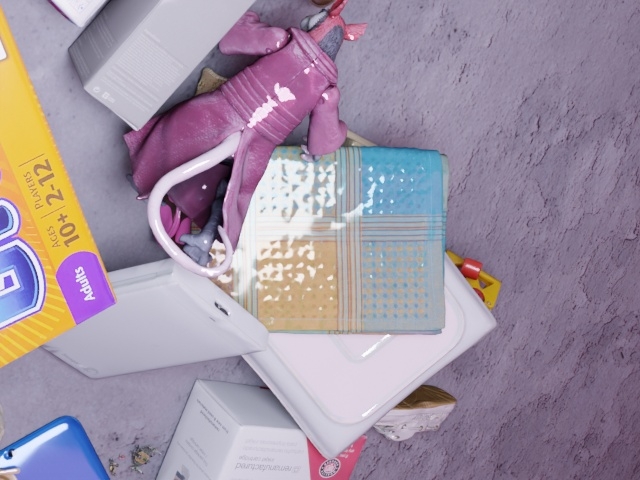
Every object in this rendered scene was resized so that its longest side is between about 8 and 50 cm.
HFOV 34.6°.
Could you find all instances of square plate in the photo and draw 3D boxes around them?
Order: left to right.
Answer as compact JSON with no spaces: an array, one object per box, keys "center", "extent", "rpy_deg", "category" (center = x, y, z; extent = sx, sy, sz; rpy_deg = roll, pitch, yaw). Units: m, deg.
[{"center":[0.056,0.117,1.545],"extent":[0.347,0.049,0.344],"rpy_deg":[-39,111,-4],"category":"square plate"}]

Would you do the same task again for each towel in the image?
[{"center":[0.000,0.000,1.456],"extent":[0.370,0.040,0.272],"rpy_deg":[1,95,-11],"category":"towel"}]

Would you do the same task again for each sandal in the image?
[{"center":[-0.133,-0.213,1.441],"extent":[0.240,0.088,0.079],"rpy_deg":[-34,106,-18],"category":"sandal"}]

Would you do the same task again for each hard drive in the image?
[{"center":[-0.251,0.111,1.379],"extent":[0.203,0.307,0.040],"rpy_deg":[45,43,-42],"category":"hard drive"}]

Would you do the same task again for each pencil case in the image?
[{"center":[-0.153,-0.013,1.509],"extent":[0.209,0.095,0.098],"rpy_deg":[18,105,-39],"category":"pencil case"}]

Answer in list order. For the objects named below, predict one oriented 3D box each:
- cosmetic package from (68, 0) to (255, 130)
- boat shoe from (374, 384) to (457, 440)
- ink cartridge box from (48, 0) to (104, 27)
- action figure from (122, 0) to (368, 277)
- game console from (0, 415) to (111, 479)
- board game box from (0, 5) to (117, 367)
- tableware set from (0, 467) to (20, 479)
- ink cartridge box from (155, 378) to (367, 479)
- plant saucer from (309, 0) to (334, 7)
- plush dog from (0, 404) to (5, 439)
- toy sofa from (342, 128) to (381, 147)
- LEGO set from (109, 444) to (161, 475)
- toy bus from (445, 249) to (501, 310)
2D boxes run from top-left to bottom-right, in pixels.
[{"center":[-0.196,-0.273,1.280],"extent":[0.238,0.127,0.107],"rpy_deg":[-42,129,10],"category":"cosmetic package"},{"center":[0.142,0.329,1.901],"extent":[0.277,0.098,0.096],"rpy_deg":[7,107,-41],"category":"boat shoe"},{"center":[-0.328,-0.419,1.164],"extent":[0.186,0.065,0.311],"rpy_deg":[-49,125,-5],"category":"ink cartridge box"},{"center":[-0.091,-0.169,1.275],"extent":[0.248,0.276,0.370],"rpy_deg":[43,98,-9],"category":"action figure"},{"center":[-0.454,0.440,1.553],"extent":[0.293,0.173,0.250],"rpy_deg":[-28,158,-23],"category":"game console"},{"center":[-0.485,-0.060,1.049],"extent":[0.356,0.356,0.356],"rpy_deg":[-30,127,-22],"category":"board game box"},{"center":[-0.493,0.389,1.444],"extent":[0.141,0.020,0.169],"rpy_deg":[2,84,-22],"category":"tableware set"},{"center":[-0.130,0.448,1.711],"extent":[0.279,0.160,0.385],"rpy_deg":[13,104,-41],"category":"ink cartridge box"},{"center":[0.015,-0.423,1.418],"extent":[0.199,0.036,0.199],"rpy_deg":[-54,159,-31],"category":"plant saucer"},{"center":[-0.548,0.243,1.291],"extent":[0.225,0.211,0.262],"rpy_deg":[-19,126,-1],"category":"plush dog"},{"center":[0.009,0.011,1.625],"extent":[0.150,0.177,0.363],"rpy_deg":[25,97,-19],"category":"toy sofa"},{"center":[-0.296,0.345,1.631],"extent":[0.083,0.023,0.054],"rpy_deg":[5,107,-25],"category":"LEGO set"},{"center":[0.216,0.070,1.812],"extent":[0.104,0.191,0.202],"rpy_deg":[-61,139,-46],"category":"toy bus"}]
